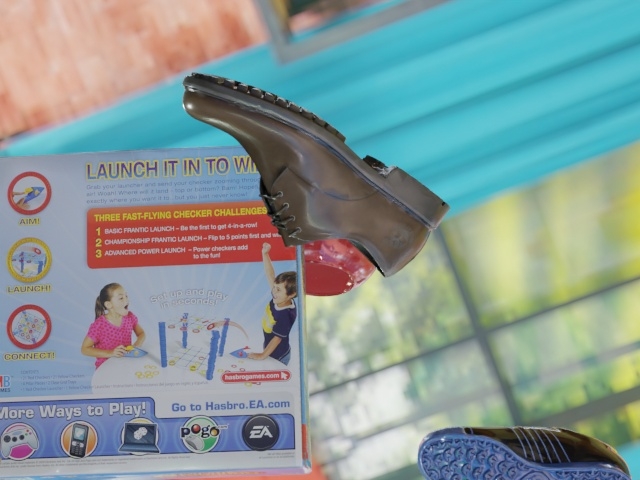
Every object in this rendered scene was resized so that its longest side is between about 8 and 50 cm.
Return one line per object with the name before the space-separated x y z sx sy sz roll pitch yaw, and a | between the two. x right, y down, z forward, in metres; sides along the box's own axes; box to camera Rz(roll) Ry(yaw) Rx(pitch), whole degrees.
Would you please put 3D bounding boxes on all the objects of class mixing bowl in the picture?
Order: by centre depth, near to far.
mixing bowl | 0.000 0.000 2.099 0.181 0.181 0.098 57 -145 -59

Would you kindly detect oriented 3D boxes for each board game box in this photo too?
board game box | -0.165 0.070 1.793 0.086 0.308 0.302 70 -161 -78

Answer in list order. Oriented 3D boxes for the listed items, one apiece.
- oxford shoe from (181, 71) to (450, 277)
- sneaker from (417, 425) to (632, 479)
oxford shoe | -0.016 -0.046 1.431 0.227 0.096 0.083 33 180 -14
sneaker | 0.210 0.233 2.004 0.090 0.232 0.081 -97 21 -72
